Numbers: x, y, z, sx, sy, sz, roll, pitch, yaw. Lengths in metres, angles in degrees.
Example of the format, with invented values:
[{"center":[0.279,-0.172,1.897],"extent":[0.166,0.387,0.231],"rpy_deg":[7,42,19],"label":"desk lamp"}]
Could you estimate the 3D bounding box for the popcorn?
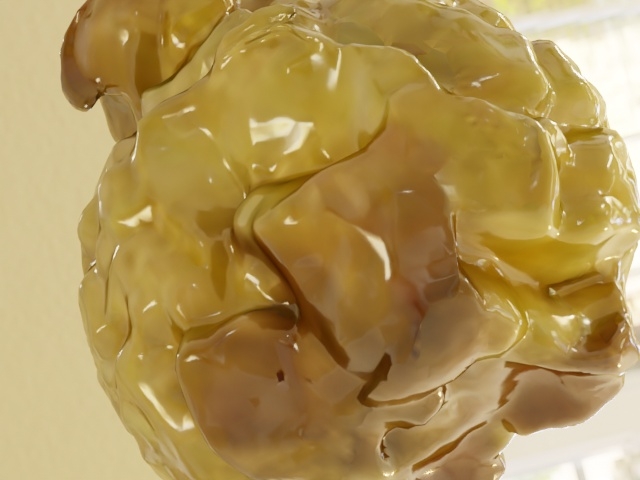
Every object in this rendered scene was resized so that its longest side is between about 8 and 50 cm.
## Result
[{"center":[0.000,0.000,0.841],"extent":[0.332,0.265,0.225],"rpy_deg":[34,-168,32],"label":"popcorn"}]
